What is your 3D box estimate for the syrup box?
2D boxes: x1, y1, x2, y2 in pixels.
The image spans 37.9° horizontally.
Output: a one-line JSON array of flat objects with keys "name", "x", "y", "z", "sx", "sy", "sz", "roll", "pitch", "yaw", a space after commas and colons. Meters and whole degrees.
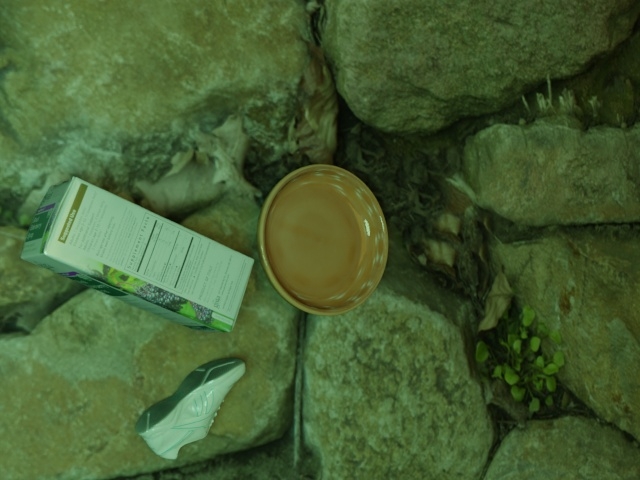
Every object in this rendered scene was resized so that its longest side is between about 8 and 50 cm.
[{"name": "syrup box", "x": -0.205, "y": 0.021, "z": 1.060, "sx": 0.237, "sy": 0.093, "sz": 0.096, "roll": 26, "pitch": 72, "yaw": -28}]

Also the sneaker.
[{"name": "sneaker", "x": -0.146, "y": 0.197, "z": 1.110, "sx": 0.152, "sy": 0.054, "sz": 0.061, "roll": -38, "pitch": 115, "yaw": -24}]

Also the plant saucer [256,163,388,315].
[{"name": "plant saucer", "x": 0.000, "y": 0.000, "z": 1.229, "sx": 0.200, "sy": 0.037, "sz": 0.200, "roll": 4, "pitch": 83, "yaw": -32}]
